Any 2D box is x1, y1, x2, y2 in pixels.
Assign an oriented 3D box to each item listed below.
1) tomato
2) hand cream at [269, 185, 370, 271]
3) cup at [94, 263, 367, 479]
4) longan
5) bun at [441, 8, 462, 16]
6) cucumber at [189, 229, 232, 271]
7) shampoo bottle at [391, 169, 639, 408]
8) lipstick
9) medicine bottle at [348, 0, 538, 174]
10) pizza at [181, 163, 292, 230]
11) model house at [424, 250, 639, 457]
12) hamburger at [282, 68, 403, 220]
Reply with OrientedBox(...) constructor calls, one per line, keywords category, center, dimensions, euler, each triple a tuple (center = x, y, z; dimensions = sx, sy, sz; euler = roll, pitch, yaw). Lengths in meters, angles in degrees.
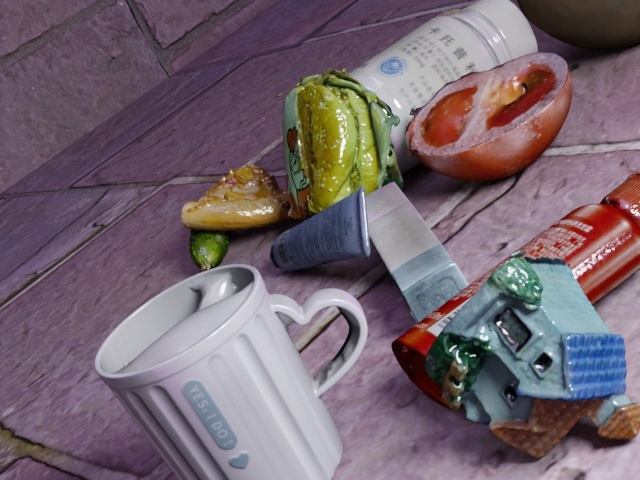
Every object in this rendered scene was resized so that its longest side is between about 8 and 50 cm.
OrientedBox(category="tomato", center=(0.226, -0.137, 1.412), dimensions=(0.228, 0.112, 0.199), euler=(-13, 33, 36))
OrientedBox(category="hand cream", center=(0.000, 0.000, 1.394), dimensions=(0.055, 0.088, 0.256), euler=(3, -12, -24))
OrientedBox(category="cup", center=(-0.064, 0.141, 1.002), dimensions=(0.221, 0.202, 0.167), euler=(-16, 24, 31))
OrientedBox(category="longan", center=(0.426, -0.411, 1.598), dimensions=(0.300, 0.243, 0.300), euler=(-8, 33, 6))
OrientedBox(category="bun", center=(0.249, -0.396, 2.077), dimensions=(0.086, 0.055, 0.086), euler=(-38, 20, 17))
OrientedBox(category="cucumber", center=(-0.170, -0.012, 1.706), dimensions=(0.069, 0.069, 0.227), euler=(-25, 24, 10))
OrientedBox(category="shampoo bottle", center=(0.215, 0.041, 1.052), dimensions=(0.314, 0.076, 0.118), euler=(-35, 12, -15))
OrientedBox(category="lipstick", center=(0.103, 0.013, 1.281), dimensions=(0.068, 0.066, 0.317), euler=(-31, 20, 2))
OrientedBox(category="medicine bottle", center=(0.173, -0.234, 1.628), dimensions=(0.293, 0.170, 0.170), euler=(-34, 21, -18))
OrientedBox(category="pizza", center=(-0.110, -0.069, 1.677), dimensions=(0.182, 0.062, 0.161), euler=(-1, 29, 8))
OrientedBox(category="model house", center=(0.178, 0.110, 0.872), dimensions=(0.119, 0.148, 0.148), euler=(4, -49, -48))
OrientedBox(category="hamburger", center=(0.027, -0.126, 1.487), dimensions=(0.125, 0.214, 0.235), euler=(-10, 5, -25))
